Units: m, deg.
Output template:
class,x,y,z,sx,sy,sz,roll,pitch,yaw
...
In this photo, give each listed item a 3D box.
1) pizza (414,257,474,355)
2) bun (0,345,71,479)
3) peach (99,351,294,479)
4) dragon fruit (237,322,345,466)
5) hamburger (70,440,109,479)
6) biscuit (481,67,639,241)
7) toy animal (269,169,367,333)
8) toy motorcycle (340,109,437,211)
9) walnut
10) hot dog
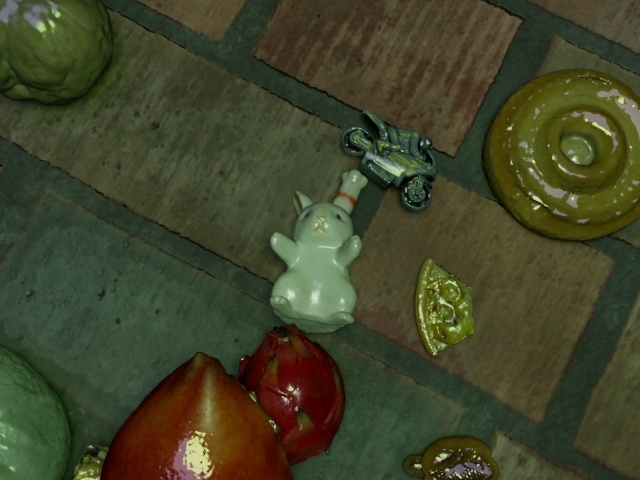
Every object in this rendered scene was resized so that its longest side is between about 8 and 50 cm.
class,x,y,z,sx,sy,sz,roll,pitch,yaw
pizza,0.204,0.108,1.060,0.099,0.036,0.160,1,80,0
bun,-0.554,0.309,0.934,0.362,0.211,0.361,0,79,-2
peach,-0.175,0.339,0.864,0.258,0.201,0.361,10,116,35
dragon fruit,-0.046,0.235,0.969,0.172,0.172,0.209,-7,95,-2
hamburger,-0.333,0.419,0.975,0.155,0.135,0.207,17,66,-13
biscuit,0.423,-0.144,1.075,0.296,0.102,0.296,0,83,-1
toy animal,-0.002,0.004,1.026,0.141,0.138,0.282,7,79,5
toy motorcycle,0.131,-0.144,1.091,0.193,0.061,0.124,44,74,9
walnut,-0.460,-0.344,1.039,0.248,0.248,0.248,0,80,0
hot dog,0.204,0.354,1.011,0.140,0.060,0.089,-13,77,-9
